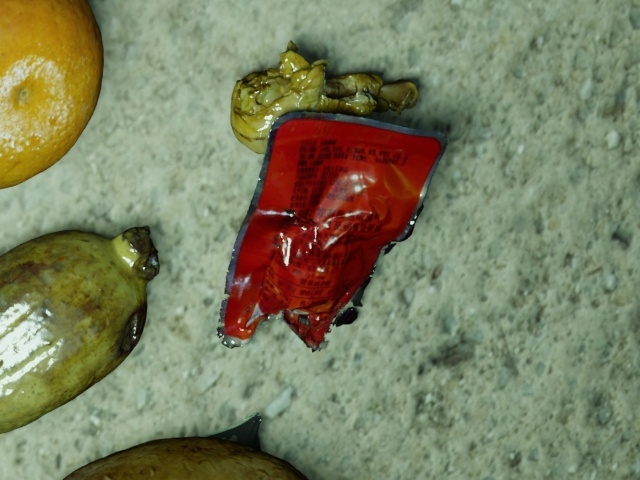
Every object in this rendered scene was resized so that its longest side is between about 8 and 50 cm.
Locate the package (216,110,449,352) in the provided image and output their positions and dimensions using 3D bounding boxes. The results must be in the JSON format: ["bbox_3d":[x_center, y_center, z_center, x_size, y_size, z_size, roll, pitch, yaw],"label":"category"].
[{"bbox_3d":[0.000,0.000,1.909,0.194,0.071,0.269,-2,133,-37],"label":"package"}]

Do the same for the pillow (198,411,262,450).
[{"bbox_3d":[-0.087,0.250,1.987,0.090,0.048,0.150,-25,112,-25],"label":"pillow"}]

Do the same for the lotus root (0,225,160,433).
[{"bbox_3d":[-0.250,0.075,1.804,0.260,0.128,0.145,-38,109,-13],"label":"lotus root"}]

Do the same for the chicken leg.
[{"bbox_3d":[0.006,-0.138,1.892,0.207,0.085,0.101,-11,124,-33],"label":"chicken leg"}]

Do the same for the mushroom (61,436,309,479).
[{"bbox_3d":[-0.115,0.350,1.882,0.345,0.239,0.345,-6,111,-16],"label":"mushroom"}]

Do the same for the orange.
[{"bbox_3d":[-0.289,-0.151,1.677,0.224,0.170,0.224,-29,138,-30],"label":"orange"}]
